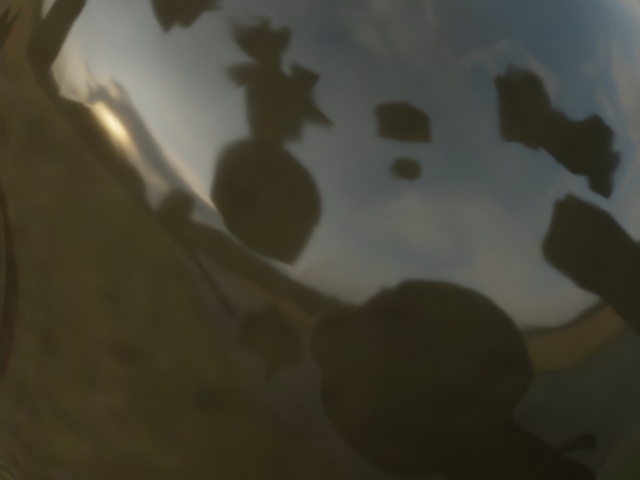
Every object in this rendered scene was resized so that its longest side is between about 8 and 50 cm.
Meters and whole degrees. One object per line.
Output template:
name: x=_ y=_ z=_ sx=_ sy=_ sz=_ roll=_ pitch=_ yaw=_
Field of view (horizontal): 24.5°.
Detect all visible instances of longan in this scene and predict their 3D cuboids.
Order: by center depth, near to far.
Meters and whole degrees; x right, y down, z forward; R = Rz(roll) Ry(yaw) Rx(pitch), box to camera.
longan: x=0.000 y=0.000 z=0.426 sx=0.248 sy=0.248 sz=0.248 roll=9 pitch=37 yaw=-7
